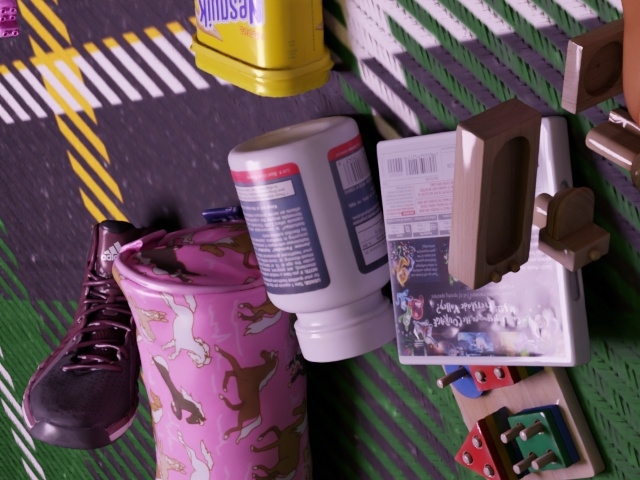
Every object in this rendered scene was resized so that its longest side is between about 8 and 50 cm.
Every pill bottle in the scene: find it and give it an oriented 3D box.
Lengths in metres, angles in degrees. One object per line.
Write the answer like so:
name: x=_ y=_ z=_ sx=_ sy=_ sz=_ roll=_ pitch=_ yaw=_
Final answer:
pill bottle: x=0.000 y=0.000 z=1.405 sx=0.108 sy=0.108 sz=0.180 roll=2 pitch=111 yaw=55

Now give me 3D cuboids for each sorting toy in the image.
sorting toy: x=0.141 y=0.138 z=1.345 sx=0.132 sy=0.046 sz=0.274 roll=-19 pitch=94 yaw=58

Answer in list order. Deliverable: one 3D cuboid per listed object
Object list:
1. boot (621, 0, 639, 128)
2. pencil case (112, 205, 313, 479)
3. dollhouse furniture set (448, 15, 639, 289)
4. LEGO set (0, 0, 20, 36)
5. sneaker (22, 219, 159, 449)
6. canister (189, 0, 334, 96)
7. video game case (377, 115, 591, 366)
boot: x=0.159 y=-0.213 z=1.023 sx=0.220 sy=0.109 sz=0.283 roll=24 pitch=123 yaw=39
pencil case: x=-0.089 y=0.169 z=1.598 sx=0.167 sy=0.160 sz=0.386 roll=-111 pitch=14 yaw=-62
dollhouse furniture set: x=0.179 y=-0.035 z=1.084 sx=0.123 sy=0.151 sz=0.144 roll=36 pitch=139 yaw=39
LEGO set: x=-0.254 y=-0.279 z=1.612 sx=0.227 sy=0.087 sz=0.093 roll=104 pitch=147 yaw=-44
sneaker: x=-0.210 y=0.069 z=1.652 sx=0.281 sy=0.106 sz=0.162 roll=-77 pitch=-6 yaw=-66
canister: x=-0.051 y=-0.213 z=1.379 sx=0.126 sy=0.073 sz=0.169 roll=27 pitch=130 yaw=44
video game case: x=0.115 y=0.005 z=1.277 sx=0.190 sy=0.022 sz=0.173 roll=-4 pitch=92 yaw=52
